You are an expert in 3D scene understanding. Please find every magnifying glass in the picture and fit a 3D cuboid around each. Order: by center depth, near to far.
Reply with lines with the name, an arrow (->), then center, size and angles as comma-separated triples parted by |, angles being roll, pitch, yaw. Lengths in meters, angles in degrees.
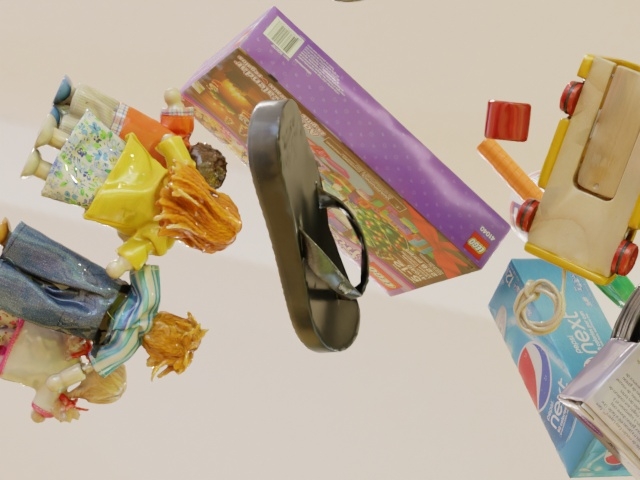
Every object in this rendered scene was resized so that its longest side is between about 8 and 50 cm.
magnifying glass -> 0.245, -0.017, 1.745 | 0.231, 0.026, 0.092 | 46, -2, 7

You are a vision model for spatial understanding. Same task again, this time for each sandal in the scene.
sandal -> 0.000, 0.000, 1.320 | 0.054, 0.097, 0.254 | -2, -41, 15

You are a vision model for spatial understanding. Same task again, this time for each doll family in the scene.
doll family -> -0.148, 0.016, 1.191 | 0.163, 0.263, 0.118 | 25, 1, -11

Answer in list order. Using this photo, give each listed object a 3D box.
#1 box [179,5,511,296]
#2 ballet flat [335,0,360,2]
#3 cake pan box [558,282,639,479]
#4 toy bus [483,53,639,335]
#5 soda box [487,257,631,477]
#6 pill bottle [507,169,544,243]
box -> 0.015, -0.073, 1.569 | 0.293, 0.057, 0.201 | 42, -20, -10
ballet flat -> 0.091, -0.240, 1.421 | 0.068, 0.072, 0.213 | 28, -35, -33
cake pan box -> 0.365, 0.130, 1.418 | 0.267, 0.246, 0.070 | 44, -11, -9
toy bus -> 0.233, -0.047, 1.348 | 0.202, 0.104, 0.191 | -25, -100, 29
soda box -> 0.225, 0.111, 1.533 | 0.071, 0.210, 0.067 | 1, -47, -24
pill bottle -> 0.318, -0.024, 2.168 | 0.108, 0.108, 0.193 | 45, -1, -18
